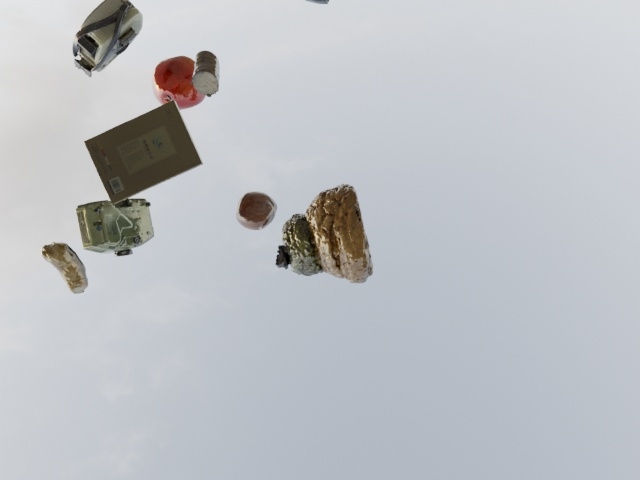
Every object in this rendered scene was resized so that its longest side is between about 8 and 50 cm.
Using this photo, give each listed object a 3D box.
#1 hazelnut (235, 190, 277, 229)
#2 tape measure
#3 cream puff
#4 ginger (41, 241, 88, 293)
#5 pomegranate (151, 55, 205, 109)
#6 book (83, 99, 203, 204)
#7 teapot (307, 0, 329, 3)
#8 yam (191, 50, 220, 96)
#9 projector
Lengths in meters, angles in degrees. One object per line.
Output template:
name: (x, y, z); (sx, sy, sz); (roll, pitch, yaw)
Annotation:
hazelnut: (-0.225, -0.108, 1.783); (0.143, 0.143, 0.154); (21, -144, 15)
tape measure: (-0.722, -0.692, 1.694); (0.133, 0.231, 0.271); (45, -103, -15)
cream puff: (0.000, 0.000, 0.904); (0.168, 0.183, 0.183); (-12, -129, 5)
ginger: (-0.737, 0.075, 1.458); (0.068, 0.190, 0.095); (-7, -140, 19)
pomegranate: (-0.567, -0.649, 2.042); (0.220, 0.221, 0.257); (15, -142, 10)
book: (-0.546, -0.271, 1.543); (0.310, 0.021, 0.217); (-24, -89, 1)
teapot: (-0.005, -0.431, 0.817); (0.057, 0.066, 0.088); (2, -87, 20)
yam: (-0.330, -0.488, 1.454); (0.084, 0.084, 0.127); (-2, -130, -3)
projector: (-0.685, -0.044, 1.703); (0.088, 0.194, 0.269); (-7, -175, 27)
